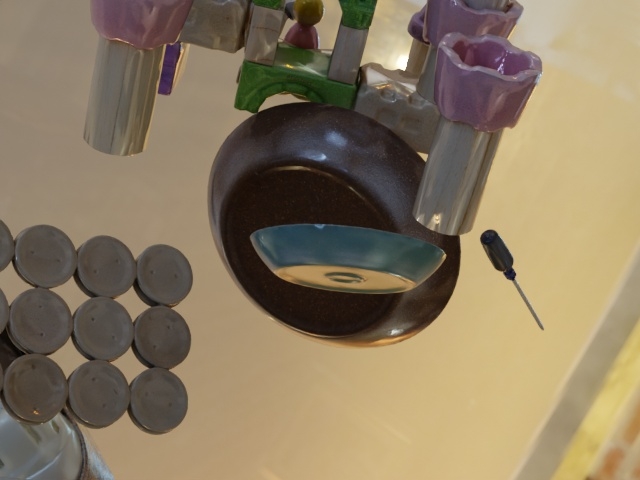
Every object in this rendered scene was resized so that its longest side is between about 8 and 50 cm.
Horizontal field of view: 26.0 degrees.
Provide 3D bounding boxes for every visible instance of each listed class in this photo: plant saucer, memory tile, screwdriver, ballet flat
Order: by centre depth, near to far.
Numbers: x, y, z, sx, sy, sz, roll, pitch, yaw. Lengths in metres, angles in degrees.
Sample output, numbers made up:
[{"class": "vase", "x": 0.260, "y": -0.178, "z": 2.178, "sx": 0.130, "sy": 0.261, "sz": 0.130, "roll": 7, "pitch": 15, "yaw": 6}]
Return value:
[{"class": "memory tile", "x": -0.138, "y": 0.047, "z": 0.762, "sx": 0.148, "sy": 0.012, "sz": 0.113, "roll": 12, "pitch": -114, "yaw": -31}, {"class": "plant saucer", "x": 0.016, "y": 0.014, "z": 0.839, "sx": 0.119, "sy": 0.119, "sz": 0.021, "roll": 22, "pitch": -110, "yaw": -54}, {"class": "plant saucer", "x": 0.000, "y": 0.000, "z": 0.981, "sx": 0.036, "sy": 0.198, "sz": 0.199, "roll": -48, "pitch": -31, "yaw": -51}, {"class": "ballet flat", "x": -0.253, "y": 0.121, "z": 1.055, "sx": 0.107, "sy": 0.316, "sz": 0.106, "roll": -33, "pitch": -11, "yaw": -12}, {"class": "screwdriver", "x": 0.202, "y": 0.046, "z": 1.408, "sx": 0.024, "sy": 0.025, "sz": 0.170, "roll": -51, "pitch": -50, "yaw": -16}]

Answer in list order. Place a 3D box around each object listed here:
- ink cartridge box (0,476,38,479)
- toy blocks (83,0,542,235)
[{"class": "ink cartridge box", "x": -0.176, "y": 0.215, "z": 0.919, "sx": 0.175, "sy": 0.127, "sz": 0.072, "roll": 13, "pitch": -80, "yaw": -35}, {"class": "toy blocks", "x": 0.007, "y": -0.207, "z": 0.934, "sx": 0.309, "sy": 0.288, "sz": 0.260, "roll": -82, "pitch": 5, "yaw": -61}]
